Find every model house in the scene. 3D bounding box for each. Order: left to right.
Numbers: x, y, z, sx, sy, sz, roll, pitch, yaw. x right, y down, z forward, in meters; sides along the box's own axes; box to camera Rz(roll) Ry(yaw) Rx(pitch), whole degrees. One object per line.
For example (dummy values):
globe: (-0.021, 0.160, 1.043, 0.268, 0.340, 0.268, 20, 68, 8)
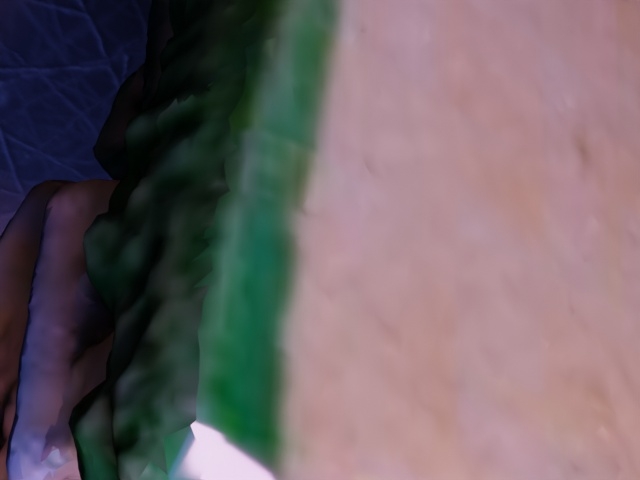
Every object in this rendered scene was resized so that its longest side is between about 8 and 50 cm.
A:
model house: (0.000, 0.000, 0.664, 0.334, 0.382, 0.342, 23, 150, -33)
